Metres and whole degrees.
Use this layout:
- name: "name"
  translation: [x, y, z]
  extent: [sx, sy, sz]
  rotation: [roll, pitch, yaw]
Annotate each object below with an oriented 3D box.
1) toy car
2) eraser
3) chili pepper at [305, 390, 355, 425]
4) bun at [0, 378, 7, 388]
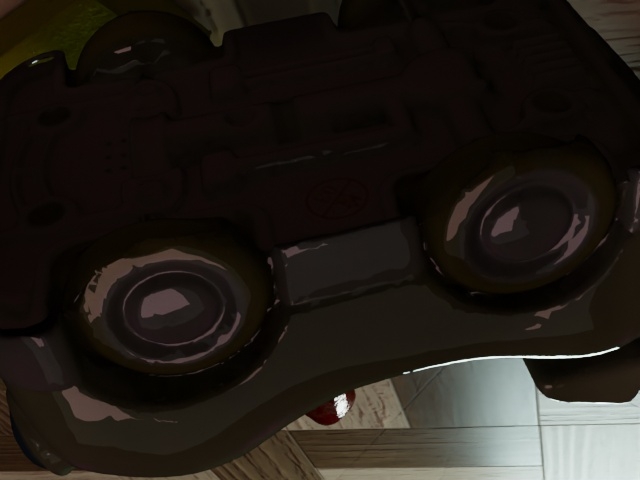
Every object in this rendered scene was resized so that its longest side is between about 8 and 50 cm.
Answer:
- name: "toy car"
  translation: [0.000, 0.000, 0.529]
  extent: [0.336, 0.242, 0.226]
  rotation: [-15, 131, -2]
- name: "eraser"
  translation: [-0.145, -0.120, 0.608]
  extent: [0.122, 0.045, 0.097]
  rotation: [-23, 141, 36]
- name: "chili pepper"
  translation: [0.003, 0.160, 1.046]
  extent: [0.073, 0.070, 0.123]
  rotation: [-15, 146, -1]
- name: "bun"
  translation: [-0.317, 0.127, 1.020]
  extent: [0.115, 0.069, 0.115]
  rotation: [33, 153, 19]
